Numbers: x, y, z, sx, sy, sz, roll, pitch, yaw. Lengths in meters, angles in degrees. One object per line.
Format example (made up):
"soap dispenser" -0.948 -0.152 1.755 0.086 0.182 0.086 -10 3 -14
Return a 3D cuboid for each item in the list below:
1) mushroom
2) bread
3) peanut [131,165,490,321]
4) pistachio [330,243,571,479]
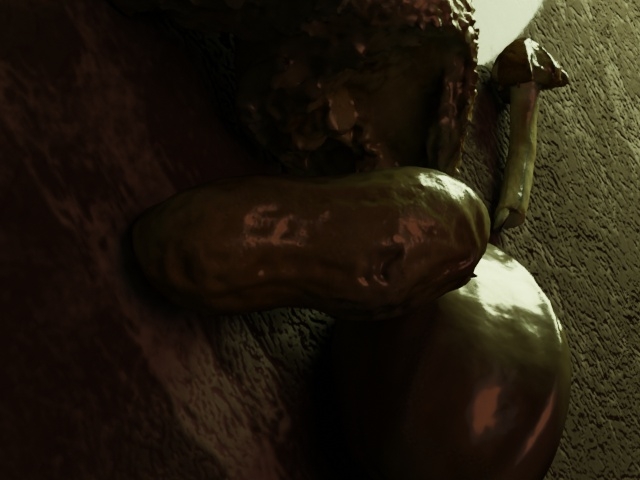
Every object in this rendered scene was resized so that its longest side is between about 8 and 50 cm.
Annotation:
"mushroom" 0.170 -0.087 1.080 0.060 0.061 0.187 36 53 -44
"bread" 0.001 -0.169 0.807 0.314 0.171 0.192 49 45 -27
"peanut" 0.000 0.000 0.739 0.214 0.099 0.099 4 67 -13
"pistachio" 0.083 0.082 0.827 0.138 0.153 0.238 59 10 -31
